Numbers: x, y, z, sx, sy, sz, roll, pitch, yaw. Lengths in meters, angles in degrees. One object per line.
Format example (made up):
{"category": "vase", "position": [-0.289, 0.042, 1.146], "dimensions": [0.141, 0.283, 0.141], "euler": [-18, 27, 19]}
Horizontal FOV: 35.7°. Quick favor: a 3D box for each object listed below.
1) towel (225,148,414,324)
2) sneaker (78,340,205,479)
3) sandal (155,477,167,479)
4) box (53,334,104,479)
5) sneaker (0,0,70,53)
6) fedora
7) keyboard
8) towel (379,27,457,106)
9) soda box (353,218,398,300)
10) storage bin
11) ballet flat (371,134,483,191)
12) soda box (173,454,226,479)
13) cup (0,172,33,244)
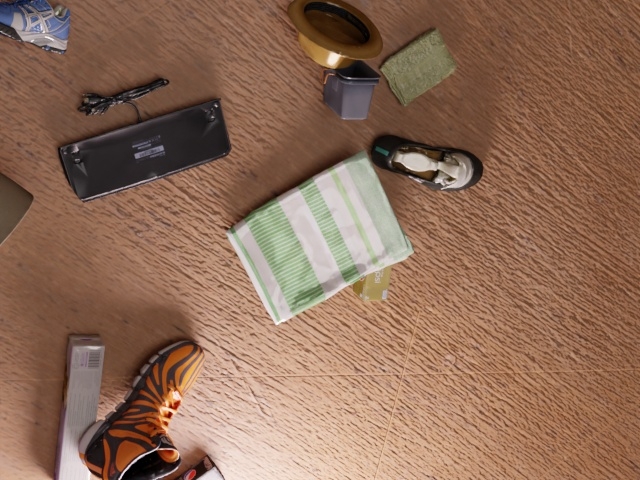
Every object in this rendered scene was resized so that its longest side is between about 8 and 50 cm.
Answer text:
{"category": "towel", "position": [0.000, 0.000, 2.005], "dimensions": [0.325, 0.038, 0.248], "euler": [-28, 109, -2]}
{"category": "sneaker", "position": [-0.304, 0.348, 1.926], "dimensions": [0.321, 0.180, 0.124], "euler": [-51, 134, -17]}
{"category": "sandal", "position": [-0.320, 0.533, 2.031], "dimensions": [0.254, 0.054, 0.097], "euler": [43, 74, 6]}
{"category": "box", "position": [-0.474, 0.343, 1.946], "dimensions": [0.067, 0.063, 0.324], "euler": [3, 105, -23]}
{"category": "sneaker", "position": [-0.504, -0.375, 1.663], "dimensions": [0.211, 0.080, 0.081], "euler": [4, 108, -62]}
{"category": "fedora", "position": [0.020, -0.384, 1.884], "dimensions": [0.194, 0.194, 0.079], "euler": [5, 137, -24]}
{"category": "keyboard", "position": [-0.331, -0.204, 1.850], "dimensions": [0.317, 0.033, 0.201], "euler": [-20, 120, -17]}
{"category": "towel", "position": [0.200, -0.355, 2.026], "dimensions": [0.148, 0.027, 0.110], "euler": [-36, 116, -7]}
{"category": "soda box", "position": [0.115, 0.033, 2.095], "dimensions": [0.058, 0.061, 0.181], "euler": [1, 106, -22]}
{"category": "storage bin", "position": [0.047, -0.294, 1.928], "dimensions": [0.098, 0.135, 0.091], "euler": [-3, 117, -22]}
{"category": "ballet flat", "position": [0.236, -0.150, 2.068], "dimensions": [0.280, 0.096, 0.095], "euler": [8, 103, -25]}
{"category": "soda box", "position": [-0.284, 0.531, 2.093], "dimensions": [0.169, 0.053, 0.060], "euler": [-35, 116, -8]}
{"category": "cup", "position": [-0.670, -0.038, 1.608], "dimensions": [0.331, 0.331, 0.237], "euler": [-44, 110, -4]}
